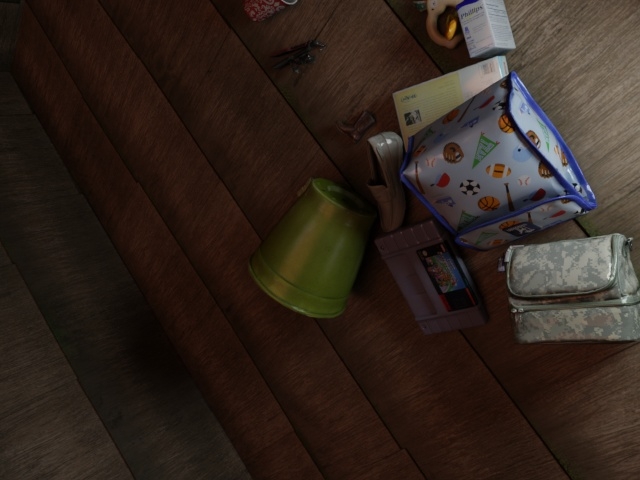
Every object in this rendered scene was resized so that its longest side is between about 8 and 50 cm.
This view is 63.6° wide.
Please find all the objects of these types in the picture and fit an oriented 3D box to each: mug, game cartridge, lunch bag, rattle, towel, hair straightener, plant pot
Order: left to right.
[{"bbox_3d":[-0.161,-0.814,1.718,0.169,0.150,0.113,-10,133,46],"label":"mug"},{"bbox_3d":[-0.073,-0.610,1.736,0.230,0.047,0.089,-3,102,36],"label":"hair straightener"},{"bbox_3d":[-0.019,-0.140,1.844,0.110,0.027,0.148,-43,76,41],"label":"towel"},{"bbox_3d":[0.000,0.000,1.689,0.366,0.366,0.353,39,113,25],"label":"plant pot"},{"bbox_3d":[0.334,0.115,1.562,0.230,0.068,0.355,-20,102,46],"label":"game cartridge"},{"bbox_3d":[0.294,-0.598,1.363,0.199,0.143,0.130,53,149,7],"label":"rattle"},{"bbox_3d":[0.444,-0.150,1.291,0.328,0.239,0.385,-27,118,41],"label":"lunch bag"},{"bbox_3d":[0.616,0.122,1.280,0.305,0.213,0.255,-11,80,41],"label":"lunch bag"}]

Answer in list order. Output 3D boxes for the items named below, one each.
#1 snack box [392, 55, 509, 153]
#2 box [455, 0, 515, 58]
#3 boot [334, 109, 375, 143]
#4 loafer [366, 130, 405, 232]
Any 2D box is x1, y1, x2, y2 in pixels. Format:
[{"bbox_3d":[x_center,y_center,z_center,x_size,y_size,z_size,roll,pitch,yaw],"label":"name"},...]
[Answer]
[{"bbox_3d":[0.363,-0.362,1.425,0.322,0.060,0.187,-8,99,41],"label":"snack box"},{"bbox_3d":[0.413,-0.532,1.287,0.072,0.126,0.137,-13,95,44],"label":"box"},{"bbox_3d":[0.111,-0.382,1.649,0.106,0.037,0.114,44,132,4],"label":"boot"},{"bbox_3d":[0.190,-0.169,1.575,0.112,0.112,0.319,-148,47,-60],"label":"loafer"}]
